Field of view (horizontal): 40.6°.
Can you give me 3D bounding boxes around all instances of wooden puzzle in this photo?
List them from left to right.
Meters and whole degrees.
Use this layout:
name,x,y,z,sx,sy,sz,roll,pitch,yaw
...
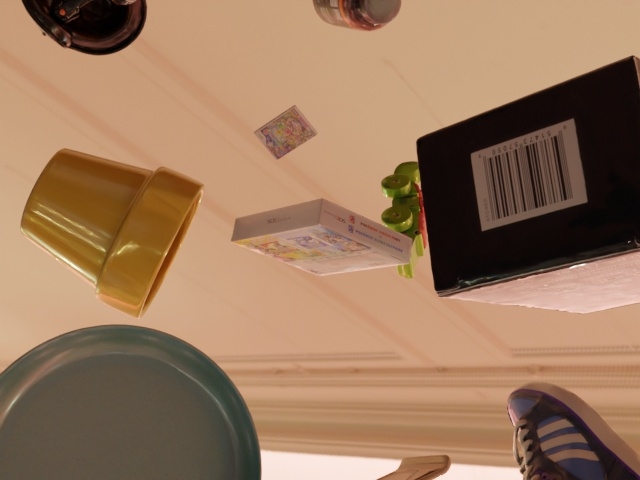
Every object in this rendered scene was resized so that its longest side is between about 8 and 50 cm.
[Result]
name,x,y,z,sx,sy,sz,roll,pitch,yaw
wooden puzzle,0.100,0.456,1.539,0.239,0.044,0.221,-24,173,-22

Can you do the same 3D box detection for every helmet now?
name,x,y,z,sx,sy,sz,roll,pitch,yaw
helmet,-0.319,-0.338,1.174,0.169,0.169,0.161,-42,-177,10

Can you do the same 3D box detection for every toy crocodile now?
name,x,y,z,sx,sy,sz,roll,pitch,yaw
toy crocodile,0.188,-0.050,1.861,0.105,0.115,0.340,-7,-145,9

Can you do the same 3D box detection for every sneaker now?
name,x,y,z,sx,sy,sz,roll,pitch,yaw
sneaker,0.284,0.326,1.155,0.236,0.130,0.323,-21,-149,-18

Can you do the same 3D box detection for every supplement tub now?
name,x,y,z,sx,sy,sz,roll,pitch,yaw
supplement tub,0.067,-0.423,1.522,0.106,0.106,0.198,-52,-150,0

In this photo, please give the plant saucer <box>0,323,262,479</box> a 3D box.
name,x,y,z,sx,sy,sz,roll,pitch,yaw
plant saucer,-0.223,0.249,0.925,0.043,0.318,0.317,119,-5,-74

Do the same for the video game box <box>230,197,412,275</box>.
name,x,y,z,sx,sy,sz,roll,pitch,yaw
video game box,0.000,0.000,1.298,0.205,0.187,0.048,-10,-113,47

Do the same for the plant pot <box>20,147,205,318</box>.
name,x,y,z,sx,sy,sz,roll,pitch,yaw
plant pot,-0.352,-0.032,1.443,0.253,0.239,0.254,-63,-175,10

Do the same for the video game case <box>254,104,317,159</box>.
name,x,y,z,sx,sy,sz,roll,pitch,yaw
video game case,-0.080,-0.247,1.993,0.122,0.087,0.011,-30,-154,24

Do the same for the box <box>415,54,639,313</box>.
name,x,y,z,sx,sy,sz,roll,pitch,yaw
box,0.361,-0.041,1.105,0.294,0.396,0.211,-18,-108,41
